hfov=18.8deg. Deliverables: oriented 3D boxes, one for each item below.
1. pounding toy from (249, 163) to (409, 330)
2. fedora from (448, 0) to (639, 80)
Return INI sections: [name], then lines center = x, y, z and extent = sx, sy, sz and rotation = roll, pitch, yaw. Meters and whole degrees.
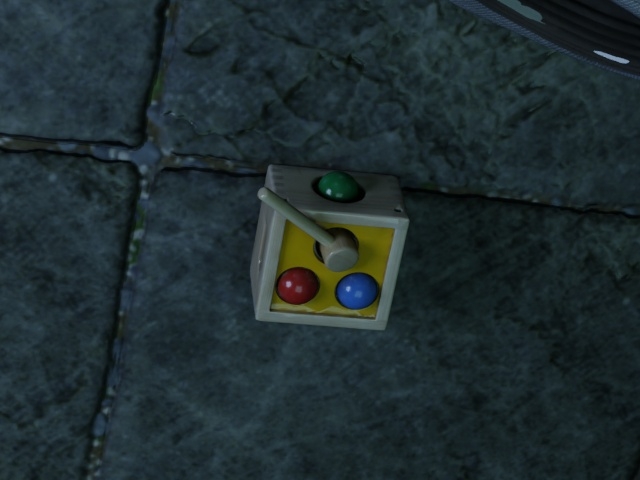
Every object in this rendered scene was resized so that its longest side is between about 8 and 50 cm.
[pounding toy]
center = 0.000, 0.000, 1.565
extent = 0.130, 0.100, 0.141
rotation = 5, 122, -10
[fedora]
center = 0.188, -0.219, 1.409
extent = 0.275, 0.244, 0.124
rotation = 24, 85, 7
